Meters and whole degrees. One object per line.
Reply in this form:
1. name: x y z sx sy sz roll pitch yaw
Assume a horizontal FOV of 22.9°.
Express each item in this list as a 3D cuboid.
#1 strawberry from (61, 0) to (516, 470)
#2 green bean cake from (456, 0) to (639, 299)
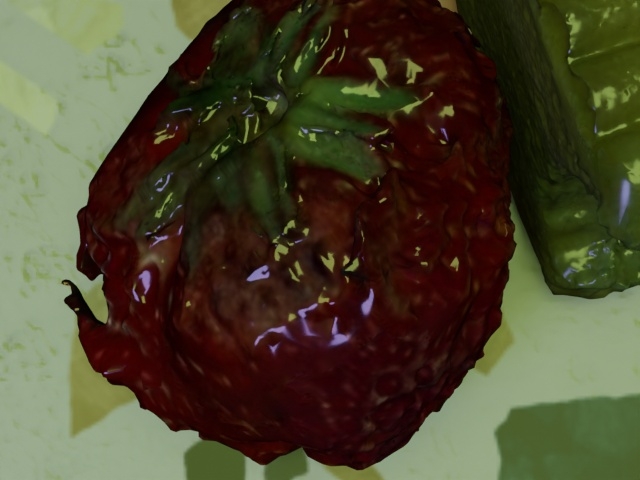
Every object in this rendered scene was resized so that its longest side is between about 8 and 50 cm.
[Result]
1. strawberry: 0.000 0.000 0.869 0.274 0.220 0.274 -19 53 26
2. green bean cake: 0.160 -0.093 0.850 0.124 0.236 0.233 -18 81 -3
